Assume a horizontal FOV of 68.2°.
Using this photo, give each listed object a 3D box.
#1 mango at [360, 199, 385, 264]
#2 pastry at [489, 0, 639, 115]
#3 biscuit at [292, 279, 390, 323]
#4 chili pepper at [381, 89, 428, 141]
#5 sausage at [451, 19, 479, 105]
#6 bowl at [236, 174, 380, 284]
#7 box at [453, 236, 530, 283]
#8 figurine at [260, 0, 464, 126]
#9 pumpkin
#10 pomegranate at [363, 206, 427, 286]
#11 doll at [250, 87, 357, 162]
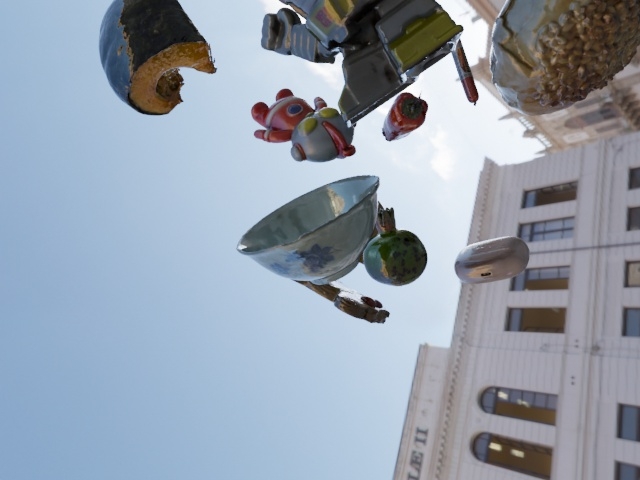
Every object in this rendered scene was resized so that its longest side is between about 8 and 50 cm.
[{"bbox_3d":[0.130,-0.048,1.598,0.211,0.173,0.317,-37,-60,2],"label":"mango"},{"bbox_3d":[0.550,-0.461,1.015,0.410,0.245,0.409,-29,-38,-25],"label":"pastry"},{"bbox_3d":[0.072,0.187,1.767,0.368,0.394,0.076,22,-85,-59],"label":"biscuit"},{"bbox_3d":[0.189,-0.279,1.031,0.084,0.192,0.086,2,-100,-6],"label":"chili pepper"},{"bbox_3d":[0.343,-0.438,1.153,0.034,0.034,0.253,-1,-108,-40],"label":"sausage"},{"bbox_3d":[0.000,0.000,0.954,0.313,0.313,0.146,-38,-69,-36],"label":"bowl"},{"bbox_3d":[0.465,0.054,1.291,0.146,0.200,0.088,-46,-65,-51],"label":"box"},{"bbox_3d":[0.028,-0.310,0.575,0.285,0.342,0.167,59,-144,-5],"label":"figurine"},{"bbox_3d":[-0.457,-0.509,1.284,0.225,0.303,0.256,55,-165,14],"label":"pumpkin"},{"bbox_3d":[0.182,0.019,1.180,0.159,0.159,0.205,-22,-82,-39],"label":"pomegranate"},{"bbox_3d":[-0.032,-0.260,1.073,0.200,0.336,0.105,-33,-43,-17],"label":"doll"}]
